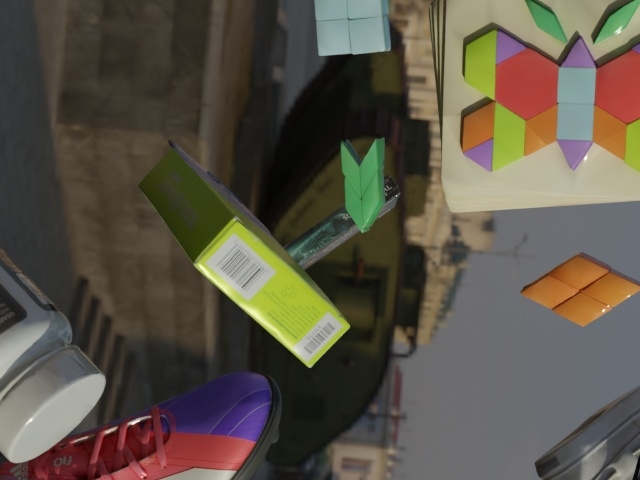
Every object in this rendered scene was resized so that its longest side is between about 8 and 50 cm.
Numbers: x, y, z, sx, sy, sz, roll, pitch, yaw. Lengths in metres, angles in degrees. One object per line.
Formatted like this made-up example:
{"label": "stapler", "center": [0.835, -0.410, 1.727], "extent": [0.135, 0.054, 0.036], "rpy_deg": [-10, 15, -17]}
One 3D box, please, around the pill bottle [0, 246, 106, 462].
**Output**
{"label": "pill bottle", "center": [-0.183, 0.047, 0.657], "extent": [0.078, 0.137, 0.078], "rpy_deg": [-42, 165, -14]}

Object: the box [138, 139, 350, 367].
{"label": "box", "center": [-0.056, 0.003, 0.800], "extent": [0.042, 0.109, 0.178], "rpy_deg": [-46, -152, 0]}

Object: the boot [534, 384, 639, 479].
{"label": "boot", "center": [0.368, 0.254, 1.459], "extent": [0.123, 0.258, 0.095], "rpy_deg": [56, -34, 9]}

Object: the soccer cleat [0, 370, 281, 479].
{"label": "soccer cleat", "center": [-0.172, 0.186, 0.931], "extent": [0.116, 0.318, 0.109], "rpy_deg": [45, 19, -30]}

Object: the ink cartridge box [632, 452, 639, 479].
{"label": "ink cartridge box", "center": [0.249, 0.186, 0.902], "extent": [0.208, 0.045, 0.206], "rpy_deg": [-17, 121, -70]}

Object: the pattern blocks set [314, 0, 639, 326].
{"label": "pattern blocks set", "center": [0.158, -0.089, 0.754], "extent": [0.026, 0.324, 0.285], "rpy_deg": [-35, 112, -69]}

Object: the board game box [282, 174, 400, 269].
{"label": "board game box", "center": [0.000, 0.000, 1.295], "extent": [0.026, 0.186, 0.126], "rpy_deg": [55, -4, 5]}
